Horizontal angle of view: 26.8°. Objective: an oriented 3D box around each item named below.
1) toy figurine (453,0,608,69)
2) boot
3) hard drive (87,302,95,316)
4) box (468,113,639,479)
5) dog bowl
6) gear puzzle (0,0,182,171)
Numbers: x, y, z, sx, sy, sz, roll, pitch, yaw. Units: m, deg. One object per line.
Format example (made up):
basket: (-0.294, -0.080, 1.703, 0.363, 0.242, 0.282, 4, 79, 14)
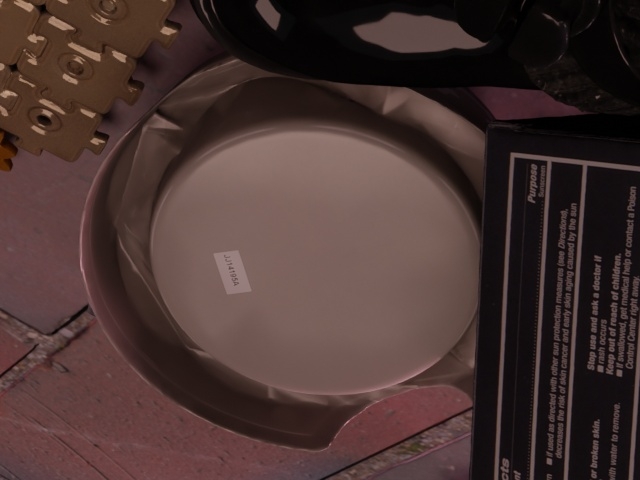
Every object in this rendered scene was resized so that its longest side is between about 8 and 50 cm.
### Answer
toy figurine: (0.125, -0.182, 0.487, 0.209, 0.148, 0.213, 1, 138, 44)
boot: (0.119, -0.122, 0.697, 0.348, 0.260, 0.131, -1, 110, -15)
hard drive: (-0.094, 0.017, 1.166, 0.172, 0.054, 0.254, 25, 140, -9)
box: (0.262, 0.076, 0.834, 0.294, 0.183, 0.296, 11, 103, 41)
dog bowl: (0.000, 0.000, 1.011, 0.349, 0.102, 0.349, 4, 125, 6)
gear puzzle: (-0.231, -0.141, 1.048, 0.175, 0.044, 0.339, 27, 143, -14)
